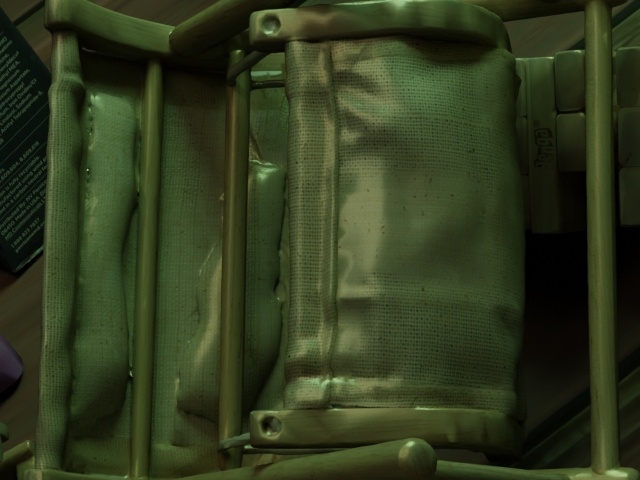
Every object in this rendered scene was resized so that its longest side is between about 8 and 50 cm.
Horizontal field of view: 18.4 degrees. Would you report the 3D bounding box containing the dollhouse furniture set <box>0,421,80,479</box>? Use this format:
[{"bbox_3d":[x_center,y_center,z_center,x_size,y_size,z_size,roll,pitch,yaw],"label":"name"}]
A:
[{"bbox_3d":[-0.198,0.181,0.997,0.123,0.144,0.151,-28,49,16],"label":"dollhouse furniture set"}]

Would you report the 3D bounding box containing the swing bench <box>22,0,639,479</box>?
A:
[{"bbox_3d":[0.000,0.000,0.921,0.254,0.165,0.253,-9,74,42],"label":"swing bench"}]

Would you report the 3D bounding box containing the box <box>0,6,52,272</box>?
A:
[{"bbox_3d":[-0.258,-0.097,1.305,0.108,0.207,0.153,-47,36,-19],"label":"box"}]

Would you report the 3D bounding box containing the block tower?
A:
[{"bbox_3d":[0.154,-0.050,0.984,0.335,0.091,0.097,-1,2,37],"label":"block tower"}]

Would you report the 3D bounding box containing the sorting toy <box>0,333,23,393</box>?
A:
[{"bbox_3d":[-0.325,0.015,1.299,0.127,0.126,0.365,-45,35,-17],"label":"sorting toy"}]
